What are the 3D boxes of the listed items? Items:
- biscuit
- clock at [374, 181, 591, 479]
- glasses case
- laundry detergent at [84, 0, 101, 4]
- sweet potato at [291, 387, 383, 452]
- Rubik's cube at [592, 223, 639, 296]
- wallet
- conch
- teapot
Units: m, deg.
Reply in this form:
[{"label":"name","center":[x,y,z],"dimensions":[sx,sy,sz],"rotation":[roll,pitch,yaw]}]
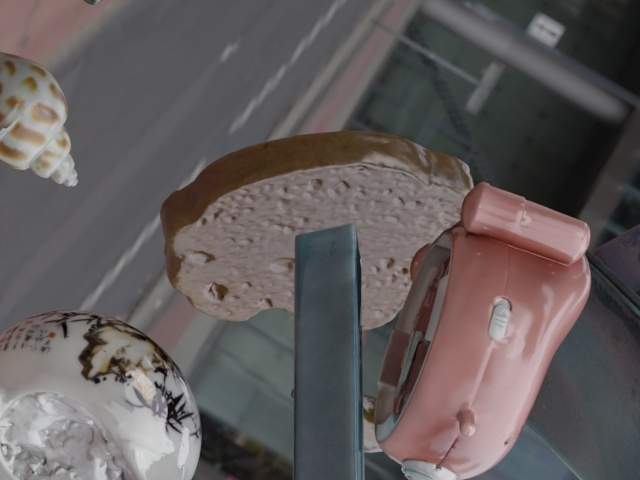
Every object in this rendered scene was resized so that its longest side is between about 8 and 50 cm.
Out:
[{"label":"biscuit","center":[0.000,0.000,1.580],"dimensions":[0.381,0.359,0.074],"rotation":[67,17,-61]},{"label":"clock","center":[0.137,0.105,1.229],"dimensions":[0.227,0.142,0.241],"rotation":[121,-10,-68]},{"label":"glasses case","center":[0.007,0.128,1.173],"dimensions":[0.105,0.056,0.266],"rotation":[79,10,-68]},{"label":"laundry detergent","center":[-0.183,-0.468,1.877],"dimensions":[0.398,0.264,0.125],"rotation":[-42,-170,-18]},{"label":"sweet potato","center":[0.100,0.257,1.949],"dimensions":[0.108,0.346,0.079],"rotation":[156,-57,-64]},{"label":"Rubik's cube","center":[0.503,0.192,2.069],"dimensions":[0.318,0.316,0.313],"rotation":[-31,-149,14]},{"label":"wallet","center":[0.281,0.150,1.414],"dimensions":[0.054,0.251,0.290],"rotation":[-23,131,-18]},{"label":"conch","center":[-0.474,-0.189,2.130],"dimensions":[0.183,0.275,0.148],"rotation":[-47,168,-13]},{"label":"teapot","center":[-0.227,0.159,1.221],"dimensions":[0.165,0.300,0.208],"rotation":[-75,-173,-48]}]
